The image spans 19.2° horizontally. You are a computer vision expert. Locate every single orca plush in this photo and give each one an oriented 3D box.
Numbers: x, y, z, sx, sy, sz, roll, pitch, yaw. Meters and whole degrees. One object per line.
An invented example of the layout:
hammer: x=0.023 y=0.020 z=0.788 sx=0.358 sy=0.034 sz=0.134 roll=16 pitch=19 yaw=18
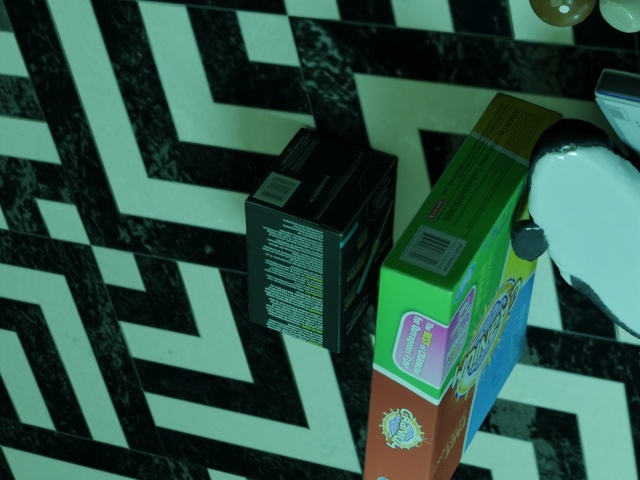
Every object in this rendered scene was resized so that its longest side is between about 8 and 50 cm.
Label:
orca plush: x=0.260 y=-0.020 z=1.618 sx=0.151 sy=0.102 sz=0.287 roll=-27 pitch=129 yaw=33

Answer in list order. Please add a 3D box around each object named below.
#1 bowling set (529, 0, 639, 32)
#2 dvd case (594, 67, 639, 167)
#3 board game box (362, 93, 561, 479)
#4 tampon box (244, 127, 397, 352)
bowling set: x=0.222 y=-0.256 z=1.395 sx=0.287 sy=0.154 sz=0.200 roll=42 pitch=159 yaw=-9
dvd case: x=0.346 y=-0.070 z=1.478 sx=0.238 sy=0.030 sz=0.179 roll=16 pitch=170 yaw=23
board game box: x=0.122 y=0.065 z=1.674 sx=0.064 sy=0.242 sz=0.317 roll=21 pitch=139 yaw=17
tampon box: x=0.000 y=0.000 z=1.789 sx=0.101 sy=0.120 sz=0.161 roll=20 pitch=137 yaw=18
